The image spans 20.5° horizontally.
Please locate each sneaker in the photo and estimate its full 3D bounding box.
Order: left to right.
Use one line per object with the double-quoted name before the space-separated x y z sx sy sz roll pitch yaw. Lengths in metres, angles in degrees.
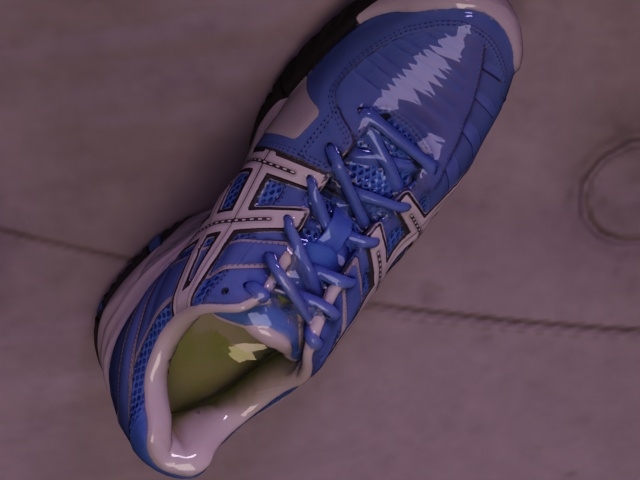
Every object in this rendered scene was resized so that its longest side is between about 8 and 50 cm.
"sneaker" 0.000 0.000 0.616 0.080 0.081 0.211 29 112 -23
